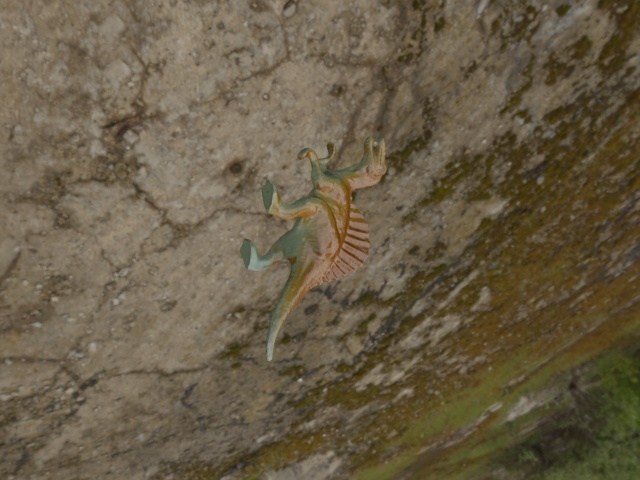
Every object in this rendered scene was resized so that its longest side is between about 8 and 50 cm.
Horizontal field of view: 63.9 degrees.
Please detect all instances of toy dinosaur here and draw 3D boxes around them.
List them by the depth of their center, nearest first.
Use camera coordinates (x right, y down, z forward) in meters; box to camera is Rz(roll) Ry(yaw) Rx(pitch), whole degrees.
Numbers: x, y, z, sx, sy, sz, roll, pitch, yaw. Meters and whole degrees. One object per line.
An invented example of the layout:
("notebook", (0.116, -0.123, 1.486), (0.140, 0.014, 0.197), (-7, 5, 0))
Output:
("toy dinosaur", (0.000, -0.002, 0.485), (0.142, 0.212, 0.057), (5, 179, -35))
